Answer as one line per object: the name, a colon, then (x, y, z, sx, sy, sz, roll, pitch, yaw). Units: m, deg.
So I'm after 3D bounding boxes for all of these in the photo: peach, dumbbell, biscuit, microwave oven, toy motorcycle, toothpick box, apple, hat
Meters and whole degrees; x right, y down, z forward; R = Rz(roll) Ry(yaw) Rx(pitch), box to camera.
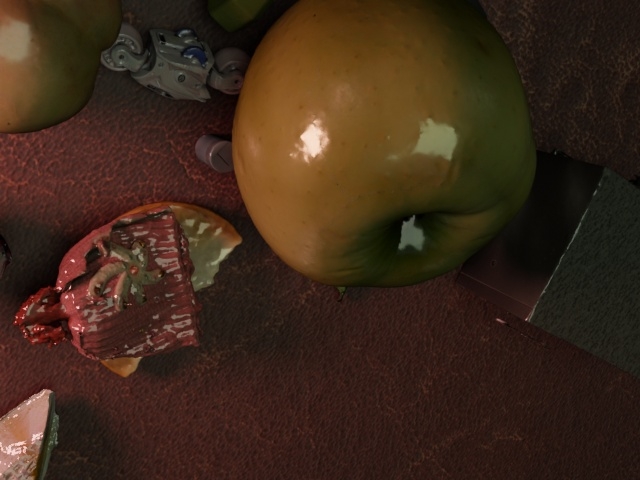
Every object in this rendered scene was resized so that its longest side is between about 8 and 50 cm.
peach: (-0.413, -0.290, 1.135, 0.292, 0.247, 0.292, -14, 120, -27)
dumbbell: (-0.195, -0.440, 1.276, 0.108, 0.121, 0.302, -38, 122, 22)
biscuit: (-0.287, 0.054, 1.411, 0.204, 0.040, 0.309, 43, 84, -29)
microwave oven: (0.548, 0.054, 1.696, 0.432, 0.236, 0.375, 26, 91, -29)
toy motorcycle: (-0.223, -0.265, 1.329, 0.254, 0.112, 0.113, 6, 102, -28)
toothpick box: (-0.165, -0.140, 1.388, 0.052, 0.083, 0.052, -7, 107, -24)
apple: (0.084, -0.162, 1.281, 0.473, 0.473, 0.474, -7, 107, -23)
hat: (-0.318, 0.088, 1.321, 0.286, 0.107, 0.237, -15, 100, -26)

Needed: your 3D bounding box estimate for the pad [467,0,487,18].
pad: (0.220, -0.389, 1.547, 0.157, 0.003, 0.112, -44, 117, -9)

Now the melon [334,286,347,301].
melon: (0.000, 0.001, 1.528, 0.114, 0.053, 0.262, -27, 114, -8)

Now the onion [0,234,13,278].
onion: (-0.551, 0.035, 1.222, 0.198, 0.135, 0.173, -48, 153, -12)

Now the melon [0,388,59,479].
melon: (-0.484, 0.330, 1.370, 0.139, 0.093, 0.203, 11, 95, -20)
